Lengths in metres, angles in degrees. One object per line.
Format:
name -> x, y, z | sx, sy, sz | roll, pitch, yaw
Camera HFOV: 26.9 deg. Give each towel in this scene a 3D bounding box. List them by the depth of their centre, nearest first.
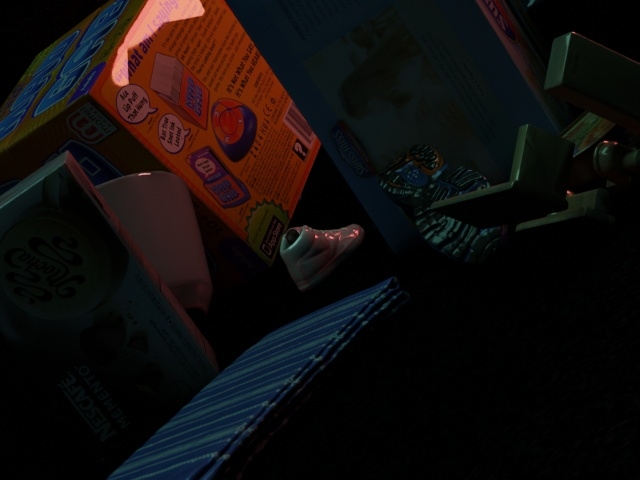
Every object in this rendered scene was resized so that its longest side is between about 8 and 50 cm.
towel -> -0.077, 0.163, 1.259 | 0.243, 0.040, 0.336 | -26, 12, 47

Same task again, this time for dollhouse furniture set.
dollhouse furniture set -> 0.202, -0.083, 1.167 | 0.123, 0.144, 0.151 | -16, 58, 61

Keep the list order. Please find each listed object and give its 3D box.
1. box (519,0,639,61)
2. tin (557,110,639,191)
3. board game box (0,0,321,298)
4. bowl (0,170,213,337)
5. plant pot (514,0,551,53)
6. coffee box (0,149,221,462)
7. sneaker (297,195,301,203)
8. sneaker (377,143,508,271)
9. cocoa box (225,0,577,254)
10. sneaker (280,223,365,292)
box -> 0.360, -0.387, 1.590 | 0.294, 0.183, 0.296 | -33, 45, 19
tin -> 0.279, -0.105, 1.320 | 0.190, 0.040, 0.106 | -40, 16, -26
board game box -> -0.263, -0.129, 1.988 | 0.356, 0.356, 0.356 | -26, 29, 37
bowl -> -0.259, 0.072, 1.672 | 0.311, 0.163, 0.311 | -31, -18, -11
plant pot -> 0.377, -0.414, 1.867 | 0.254, 0.276, 0.276 | -14, 20, 31
coffee box -> -0.262, 0.072, 1.483 | 0.168, 0.297, 0.119 | -34, 14, -1
sneaker -> -0.099, -0.056, 2.179 | 0.081, 0.080, 0.211 | -32, 19, -21
sneaker -> 0.134, -0.025, 1.301 | 0.083, 0.087, 0.221 | -41, 27, 5
cocoa box -> 0.097, -0.206, 1.470 | 0.231, 0.347, 0.228 | -30, 12, 20
sneaker -> 0.000, 0.000, 1.617 | 0.051, 0.070, 0.134 | -27, 12, 46
